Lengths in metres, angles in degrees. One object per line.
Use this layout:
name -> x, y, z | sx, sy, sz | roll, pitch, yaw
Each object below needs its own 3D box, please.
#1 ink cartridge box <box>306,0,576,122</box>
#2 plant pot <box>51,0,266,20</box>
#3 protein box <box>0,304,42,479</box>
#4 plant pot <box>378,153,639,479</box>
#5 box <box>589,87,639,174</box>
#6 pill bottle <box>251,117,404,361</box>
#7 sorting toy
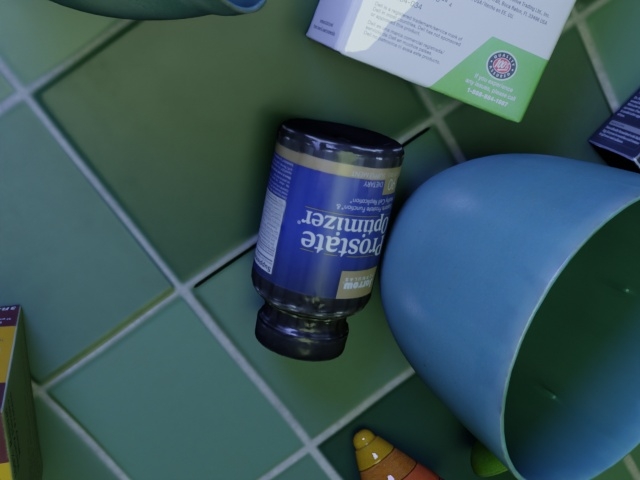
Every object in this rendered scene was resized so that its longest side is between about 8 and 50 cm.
ink cartridge box -> 0.135, -0.272, 0.731 | 0.199, 0.115, 0.272 | 17, 105, -21
plant pot -> -0.172, -0.287, 0.570 | 0.197, 0.293, 0.292 | -9, 114, 15
protein box -> -0.333, 0.192, 0.722 | 0.136, 0.201, 0.199 | -5, 111, -15
plant pot -> 0.198, 0.048, 0.781 | 0.293, 0.235, 0.292 | -16, 120, -29
box -> 0.412, -0.105, 0.885 | 0.158, 0.093, 0.156 | -46, 115, 5
pill bottle -> 0.000, 0.000, 0.790 | 0.123, 0.123, 0.219 | 6, 108, -18
sorting toy -> 0.181, 0.205, 0.949 | 0.366, 0.127, 0.126 | -35, 86, -5
